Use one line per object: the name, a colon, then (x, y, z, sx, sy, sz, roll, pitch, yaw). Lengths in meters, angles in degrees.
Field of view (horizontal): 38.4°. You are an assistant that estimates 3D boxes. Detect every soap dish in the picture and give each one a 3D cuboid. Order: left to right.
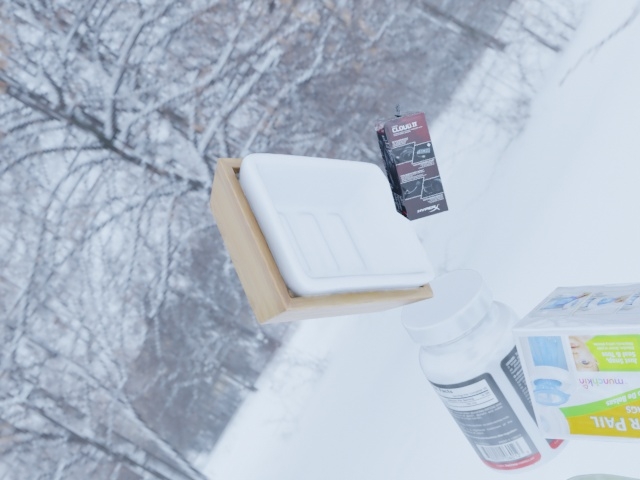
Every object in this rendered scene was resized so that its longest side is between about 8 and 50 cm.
soap dish: (0.000, 0.000, 1.246, 0.290, 0.229, 0.118, -1, -32, -46)

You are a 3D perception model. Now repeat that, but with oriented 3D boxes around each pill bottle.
pill bottle: (0.315, 0.245, 1.736, 0.210, 0.363, 0.210, -29, 20, 12)

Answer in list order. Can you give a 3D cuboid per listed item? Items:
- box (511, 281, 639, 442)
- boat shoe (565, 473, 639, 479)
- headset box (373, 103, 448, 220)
box: (0.288, 0.103, 0.792, 0.203, 0.114, 0.103, -8, 15, 42)
boat shoe: (0.364, 0.295, 0.967, 0.109, 0.302, 0.094, -36, 52, 34)
headset box: (0.066, -0.061, 0.688, 0.032, 0.083, 0.062, -15, 8, -3)
